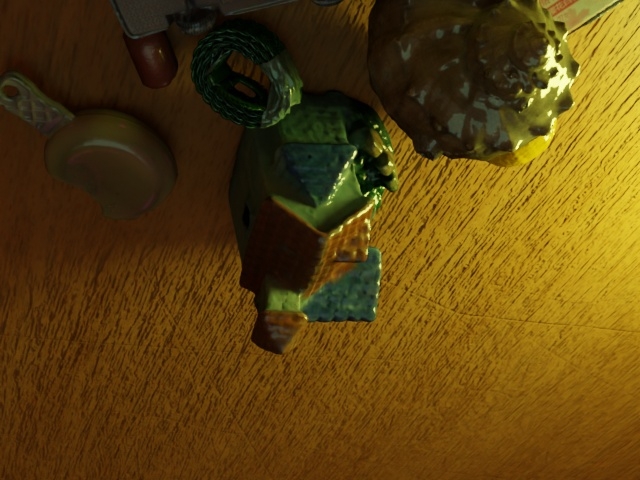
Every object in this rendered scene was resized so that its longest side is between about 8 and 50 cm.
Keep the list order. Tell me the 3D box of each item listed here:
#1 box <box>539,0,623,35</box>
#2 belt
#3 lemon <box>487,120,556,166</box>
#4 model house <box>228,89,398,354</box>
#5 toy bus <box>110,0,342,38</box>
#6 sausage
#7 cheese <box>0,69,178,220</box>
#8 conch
[{"bbox_3d":[0.238,-0.391,0.891,0.190,0.112,0.370,-32,134,25],"label":"box"},{"bbox_3d":[-0.097,-0.213,1.012,0.151,0.079,0.121,40,117,-15],"label":"belt"},{"bbox_3d":[0.263,-0.185,1.106,0.142,0.142,0.187,-24,131,16],"label":"lemon"},{"bbox_3d":[0.000,0.000,1.124,0.252,0.329,0.294,7,138,-13],"label":"model house"},{"bbox_3d":[-0.075,-0.329,0.878,0.330,0.135,0.109,-12,140,2],"label":"toy bus"},{"bbox_3d":[-0.218,-0.242,1.008,0.054,0.059,0.094,-22,134,-6],"label":"sausage"},{"bbox_3d":[-0.335,-0.137,1.092,0.163,0.082,0.286,-33,131,23],"label":"cheese"},{"bbox_3d":[0.148,-0.210,0.948,0.324,0.186,0.263,-18,109,53],"label":"conch"}]
